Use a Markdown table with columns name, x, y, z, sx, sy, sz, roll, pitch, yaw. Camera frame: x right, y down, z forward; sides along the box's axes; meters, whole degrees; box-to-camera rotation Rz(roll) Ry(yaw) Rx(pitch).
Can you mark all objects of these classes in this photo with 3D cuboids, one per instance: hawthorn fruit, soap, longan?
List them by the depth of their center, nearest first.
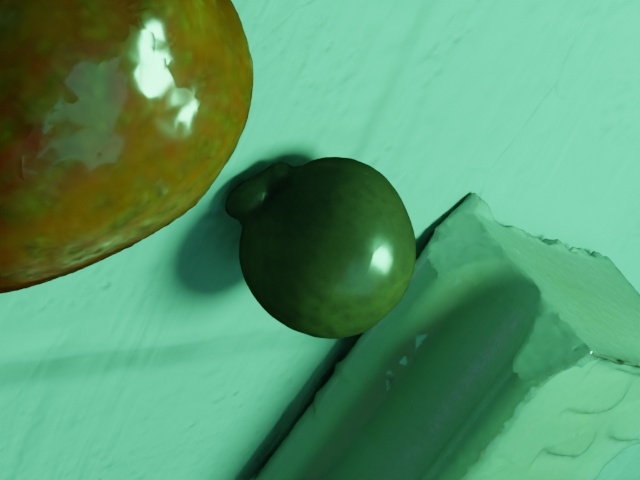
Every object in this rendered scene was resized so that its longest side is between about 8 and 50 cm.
| name | x | y | z | sx | sy | sz | roll | pitch | yaw |
| --- | --- | --- | --- | --- | --- | --- | --- | --- | --- |
| hawthorn fruit | -0.123 | -0.068 | 0.549 | 0.189 | 0.189 | 0.189 | -28 | 145 | -22 |
| longan | 0.000 | 0.000 | 0.828 | 0.119 | 0.106 | 0.106 | 38 | 100 | -15 |
| soap | 0.122 | 0.144 | 1.067 | 0.302 | 0.159 | 0.257 | -52 | 149 | 17 |
